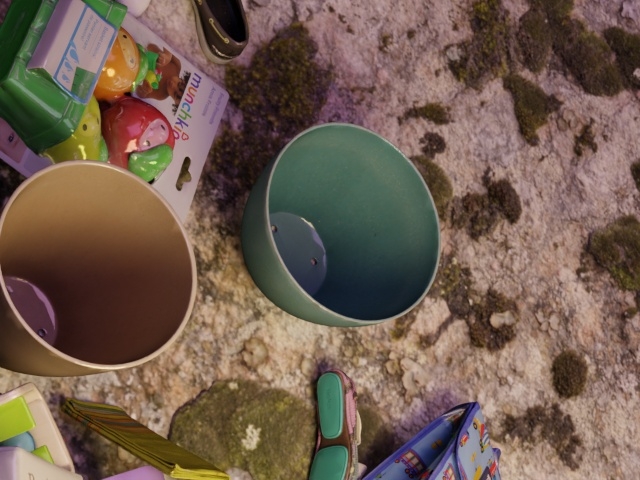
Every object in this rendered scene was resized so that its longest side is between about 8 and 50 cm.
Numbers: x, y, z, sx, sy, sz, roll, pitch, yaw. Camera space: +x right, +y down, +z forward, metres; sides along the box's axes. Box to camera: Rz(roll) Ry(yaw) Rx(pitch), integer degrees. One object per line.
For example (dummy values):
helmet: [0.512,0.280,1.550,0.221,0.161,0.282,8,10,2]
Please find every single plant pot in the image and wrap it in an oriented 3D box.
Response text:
plant pot: [0.000,0.000,2.113,0.290,0.195,0.290,12,68,-30]
plant pot: [-0.331,0.065,1.819,0.256,0.274,0.256,13,65,-31]

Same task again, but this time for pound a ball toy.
pound a ball toy: [-0.441,0.323,1.705,0.319,0.136,0.208,-25,88,0]

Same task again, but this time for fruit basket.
fruit basket: [-0.285,-0.180,2.007,0.353,0.165,0.327,35,54,-26]

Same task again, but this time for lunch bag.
lunch bag: [0.182,0.389,2.134,0.293,0.138,0.221,-40,117,-46]

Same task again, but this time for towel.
towel: [-0.222,0.251,1.861,0.102,0.237,0.021,13,96,-47]

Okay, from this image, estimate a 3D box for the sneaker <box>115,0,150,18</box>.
sneaker: [-0.255,-0.391,2.162,0.054,0.061,0.152,33,60,-22]

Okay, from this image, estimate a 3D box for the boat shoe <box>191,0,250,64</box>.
boat shoe: [-0.162,-0.382,2.215,0.081,0.069,0.228,-16,83,-36]

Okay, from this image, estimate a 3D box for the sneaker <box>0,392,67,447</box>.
sneaker: [-0.424,0.197,1.823,0.262,0.104,0.125,26,58,-25]

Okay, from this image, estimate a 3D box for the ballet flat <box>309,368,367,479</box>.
ballet flat: [0.031,0.296,2.117,0.079,0.077,0.221,25,59,-47]

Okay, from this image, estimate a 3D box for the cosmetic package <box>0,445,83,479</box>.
cosmetic package: [-0.404,0.426,1.436,0.327,0.329,0.393,-7,76,0]

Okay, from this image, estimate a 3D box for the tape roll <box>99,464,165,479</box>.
tape roll: [-0.277,0.339,1.817,0.189,0.189,0.080,-14,81,-36]
